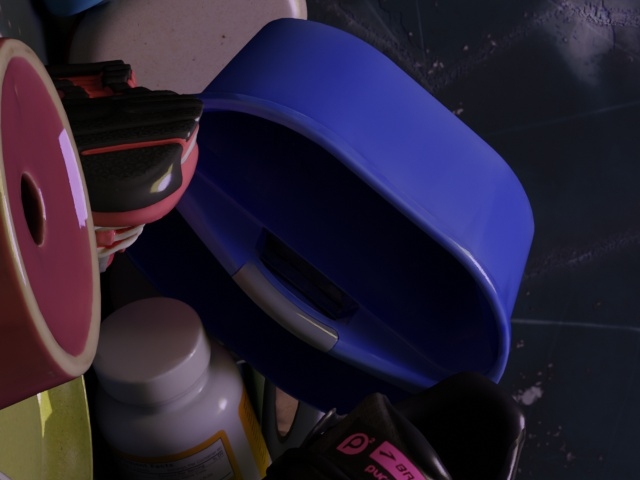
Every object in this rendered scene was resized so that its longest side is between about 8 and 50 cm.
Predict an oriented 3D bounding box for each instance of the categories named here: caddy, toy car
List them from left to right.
[{"bbox_3d":[-0.136,-0.183,1.607,0.219,0.210,0.238,63,-10,-20],"label":"toy car"},{"bbox_3d":[0.000,0.000,1.409,0.341,0.241,0.179,39,46,-12],"label":"caddy"}]

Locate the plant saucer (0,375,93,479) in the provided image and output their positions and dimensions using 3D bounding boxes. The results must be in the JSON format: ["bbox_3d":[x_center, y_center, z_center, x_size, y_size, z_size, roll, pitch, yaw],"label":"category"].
[{"bbox_3d":[-0.193,0.087,1.143,0.241,0.037,0.241,-11,90,-83],"label":"plant saucer"}]

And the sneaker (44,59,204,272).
[{"bbox_3d":[-0.143,-0.036,1.242,0.314,0.116,0.136,-136,-138,-70],"label":"sneaker"}]

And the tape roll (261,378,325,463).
[{"bbox_3d":[0.004,0.123,2.016,0.392,0.072,0.392,-171,-90,-80],"label":"tape roll"}]

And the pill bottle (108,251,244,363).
[{"bbox_3d":[-0.097,0.046,1.644,0.246,0.130,0.130,39,40,-80],"label":"pill bottle"}]

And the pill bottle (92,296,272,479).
[{"bbox_3d":[-0.108,0.146,1.436,0.117,0.118,0.208,-94,171,-47],"label":"pill bottle"}]

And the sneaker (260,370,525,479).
[{"bbox_3d":[-0.013,0.205,1.235,0.483,0.185,0.202,-31,152,-55],"label":"sneaker"}]

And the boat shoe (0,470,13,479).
[{"bbox_3d":[-0.172,0.227,0.860,0.088,0.096,0.267,75,14,-70],"label":"boat shoe"}]

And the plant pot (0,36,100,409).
[{"bbox_3d":[-0.186,0.005,0.695,0.201,0.180,0.201,-10,90,-84],"label":"plant pot"}]
